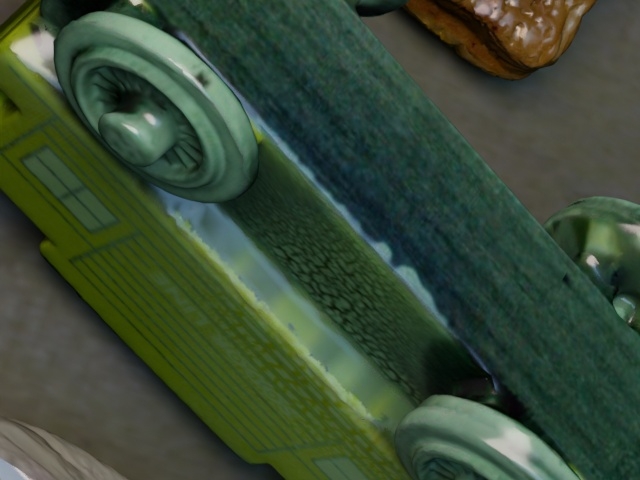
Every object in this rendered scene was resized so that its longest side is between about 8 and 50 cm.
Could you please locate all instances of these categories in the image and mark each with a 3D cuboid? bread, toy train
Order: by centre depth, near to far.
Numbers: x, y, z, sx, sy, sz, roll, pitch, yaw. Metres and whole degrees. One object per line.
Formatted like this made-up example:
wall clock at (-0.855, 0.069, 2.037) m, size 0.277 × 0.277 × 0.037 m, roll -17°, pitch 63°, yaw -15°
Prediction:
toy train at (0.000, 0.000, 0.818) m, size 0.442 × 0.272 × 0.179 m, roll 48°, pitch 61°, yaw -16°
bread at (0.144, -0.230, 0.978) m, size 0.139 × 0.077 × 0.271 m, roll 37°, pitch 76°, yaw -15°

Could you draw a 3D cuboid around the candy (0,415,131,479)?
candy at (-0.172, 0.307, 0.796) m, size 0.386 × 0.186 × 0.427 m, roll 23°, pitch 85°, yaw -12°
